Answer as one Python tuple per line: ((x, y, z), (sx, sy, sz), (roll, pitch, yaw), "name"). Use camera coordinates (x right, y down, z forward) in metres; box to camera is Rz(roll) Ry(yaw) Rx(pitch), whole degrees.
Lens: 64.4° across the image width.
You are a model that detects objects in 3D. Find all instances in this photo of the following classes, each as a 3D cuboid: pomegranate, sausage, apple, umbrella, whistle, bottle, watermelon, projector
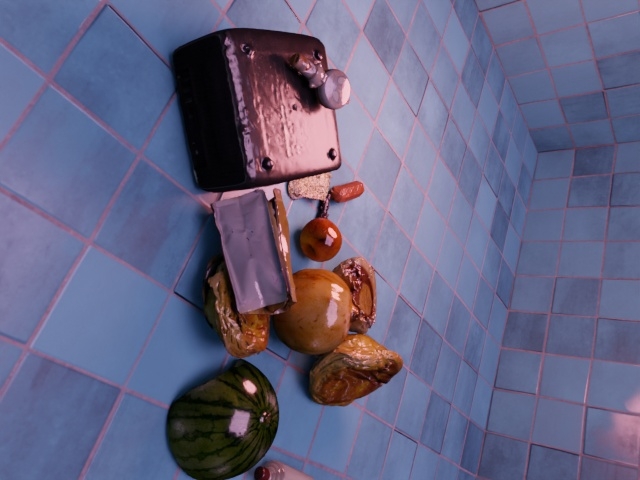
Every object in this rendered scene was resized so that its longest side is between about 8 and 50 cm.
((-0.016, 0.214, 1.528), (0.264, 0.264, 0.265), (1, 89, -50), "pomegranate")
((0.090, -0.173, 1.821), (0.169, 0.065, 0.065), (-22, 106, -49), "sausage")
((0.000, 0.000, 1.648), (0.146, 0.146, 0.147), (1, 89, -50), "apple")
((0.011, -0.090, 1.744), (0.037, 0.040, 0.144), (73, 26, -75), "umbrella")
((0.004, -0.424, 1.355), (0.220, 0.057, 0.107), (25, 84, -42), "whistle")
((-0.113, 0.734, 1.534), (0.245, 0.104, 0.104), (45, 56, -41), "bottle")
((-0.222, 0.490, 1.350), (0.330, 0.189, 0.331), (5, 84, -45), "watermelon")
((-0.153, -0.350, 1.389), (0.405, 0.242, 0.396), (-20, 105, -49), "projector")

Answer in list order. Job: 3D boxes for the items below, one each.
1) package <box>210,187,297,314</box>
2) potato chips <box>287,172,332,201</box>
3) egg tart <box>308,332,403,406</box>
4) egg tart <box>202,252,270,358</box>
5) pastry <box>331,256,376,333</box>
((-0.139, 0.030, 1.356), (0.221, 0.164, 0.312), (20, 53, -65), "package")
((-0.027, -0.187, 1.697), (0.209, 0.026, 0.142), (-46, 110, -37), "potato chips")
((0.100, 0.429, 1.702), (0.351, 0.340, 0.153), (4, 44, -28), "egg tart")
((-0.236, 0.174, 1.380), (0.297, 0.132, 0.297), (43, 40, -51), "egg tart")
((0.101, 0.189, 1.763), (0.236, 0.170, 0.256), (-20, 97, -70), "pastry")
